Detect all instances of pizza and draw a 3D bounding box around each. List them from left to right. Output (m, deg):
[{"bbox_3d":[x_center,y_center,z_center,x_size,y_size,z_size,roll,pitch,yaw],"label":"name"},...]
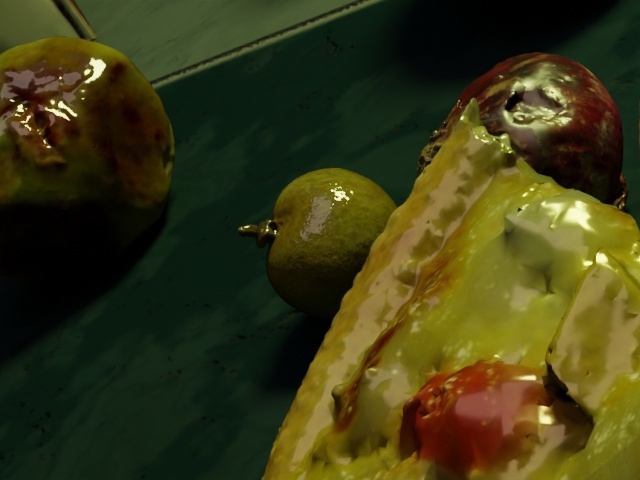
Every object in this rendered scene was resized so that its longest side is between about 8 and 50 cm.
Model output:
[{"bbox_3d":[0.081,0.054,0.593,0.288,0.075,0.280,-17,47,49],"label":"pizza"}]

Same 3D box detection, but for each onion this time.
[{"bbox_3d":[0.094,-0.031,0.819,0.107,0.097,0.107,-54,23,34],"label":"onion"}]

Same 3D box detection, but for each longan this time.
[{"bbox_3d":[0.000,0.000,0.889,0.075,0.083,0.075,-166,90,-74],"label":"longan"}]

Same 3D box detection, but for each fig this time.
[{"bbox_3d":[-0.167,-0.052,1.142,0.166,0.144,0.154,-147,73,-72],"label":"fig"}]

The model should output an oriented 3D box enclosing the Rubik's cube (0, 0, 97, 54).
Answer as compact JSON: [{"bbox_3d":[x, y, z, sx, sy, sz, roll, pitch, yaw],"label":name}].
[{"bbox_3d":[-0.354,-0.214,1.552,0.231,0.221,0.224,-36,25,-1],"label":"Rubik's cube"}]

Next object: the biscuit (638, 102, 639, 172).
[{"bbox_3d":[0.266,-0.092,0.580,0.455,0.078,0.350,-54,25,11],"label":"biscuit"}]
